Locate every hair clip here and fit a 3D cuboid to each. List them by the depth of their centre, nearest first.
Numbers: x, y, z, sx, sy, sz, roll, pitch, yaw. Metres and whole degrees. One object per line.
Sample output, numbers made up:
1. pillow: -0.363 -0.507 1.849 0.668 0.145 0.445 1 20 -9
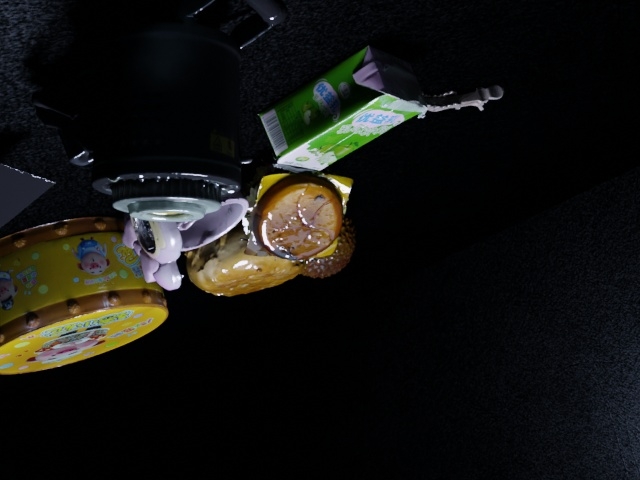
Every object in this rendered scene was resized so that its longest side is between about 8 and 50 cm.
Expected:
1. hair clip: 0.273 -0.288 1.894 0.226 0.034 0.072 -11 165 -28

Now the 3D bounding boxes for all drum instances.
1. drum: -0.553 0.122 1.993 0.431 0.214 0.431 -18 165 -5

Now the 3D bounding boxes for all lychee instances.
1. lychee: 0.000 0.000 2.327 0.200 0.200 0.238 -23 172 15

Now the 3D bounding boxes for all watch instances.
1. watch: -0.262 -0.041 1.836 0.217 0.211 0.248 -22 160 -28

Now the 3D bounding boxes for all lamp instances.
1. lamp: -0.199 -0.163 1.251 0.374 0.272 0.205 -23 167 15

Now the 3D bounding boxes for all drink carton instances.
1. drink carton: 0.039 -0.229 1.654 0.271 0.108 0.161 -27 164 30

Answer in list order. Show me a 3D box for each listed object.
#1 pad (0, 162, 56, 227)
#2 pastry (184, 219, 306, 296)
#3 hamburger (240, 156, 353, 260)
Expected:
1. pad: -0.633 -0.054 1.479 0.248 0.007 0.367 21 142 -40
2. pastry: -0.179 0.017 2.143 0.285 0.184 0.316 -15 168 12
3. hamburger: -0.058 -0.063 1.943 0.243 0.138 0.261 5 116 -22
